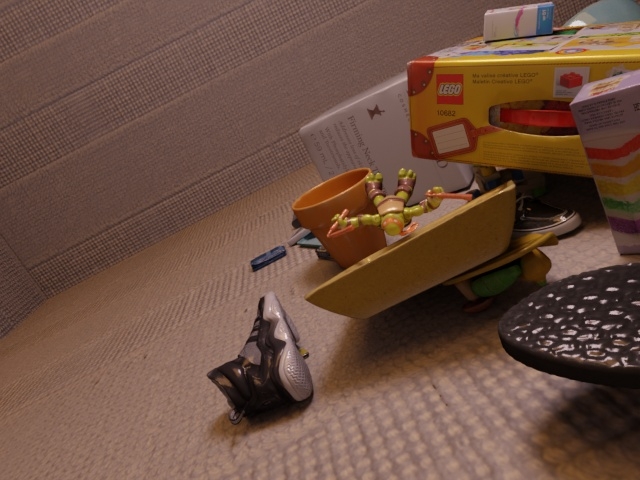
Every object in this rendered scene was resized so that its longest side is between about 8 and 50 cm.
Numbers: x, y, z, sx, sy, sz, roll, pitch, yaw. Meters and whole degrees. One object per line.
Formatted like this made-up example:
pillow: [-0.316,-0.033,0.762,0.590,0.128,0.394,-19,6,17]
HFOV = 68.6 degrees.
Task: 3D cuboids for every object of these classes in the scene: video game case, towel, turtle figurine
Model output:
video game case: [-0.002,-0.074,1.517,0.201,0.023,0.183,-35,8,37]
towel: [-0.059,0.212,0.856,0.060,0.009,0.083,-34,18,-19]
turtle figurine: [0.152,-0.067,0.912,0.270,0.087,0.217,-18,27,18]
towel: [-0.164,0.052,1.467,0.120,0.029,0.067,-28,16,-1]

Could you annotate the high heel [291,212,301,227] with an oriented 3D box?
high heel: [0.003,-0.158,1.716,0.261,0.093,0.186,-32,21,17]

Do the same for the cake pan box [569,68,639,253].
cake pan box: [0.476,-0.101,0.559,0.070,0.245,0.267,-43,23,-31]

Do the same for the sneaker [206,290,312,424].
sneaker: [-0.114,0.191,0.800,0.153,0.101,0.268,-28,27,-1]

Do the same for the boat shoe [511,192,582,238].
boat shoe: [0.367,-0.049,0.871,0.078,0.070,0.219,-35,18,-24]

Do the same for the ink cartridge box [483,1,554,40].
ink cartridge box: [0.383,-0.426,0.912,0.123,0.052,0.088,1,29,22]

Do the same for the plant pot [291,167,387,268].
plant pot: [0.063,-0.044,1.121,0.205,0.187,0.205,-24,17,8]

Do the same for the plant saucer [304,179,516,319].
plant saucer: [0.178,0.020,0.774,0.333,0.081,0.333,-31,-4,23]

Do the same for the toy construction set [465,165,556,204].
toy construction set: [0.433,-0.187,1.083,0.215,0.151,0.327,-20,29,25]

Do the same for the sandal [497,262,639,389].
sandal: [0.398,0.079,0.424,0.446,0.107,0.167,-12,17,7]

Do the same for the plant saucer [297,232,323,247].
plant saucer: [0.000,0.000,1.390,0.067,0.018,0.192,-35,17,-24]

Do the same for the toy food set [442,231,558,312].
toy food set: [0.258,0.058,0.704,0.128,0.071,0.218,-25,-4,-42]

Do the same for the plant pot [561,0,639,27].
plant pot: [0.702,-0.398,1.133,0.290,0.290,0.195,-26,53,5]

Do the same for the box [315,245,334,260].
box: [0.063,0.005,1.257,0.137,0.027,0.094,-35,19,-24]

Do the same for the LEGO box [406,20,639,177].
LEGO box: [0.474,-0.272,0.858,0.500,0.193,0.372,16,37,40]

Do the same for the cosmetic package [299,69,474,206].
cosmetic package: [0.220,-0.299,1.400,0.394,0.329,0.327,-17,19,33]
